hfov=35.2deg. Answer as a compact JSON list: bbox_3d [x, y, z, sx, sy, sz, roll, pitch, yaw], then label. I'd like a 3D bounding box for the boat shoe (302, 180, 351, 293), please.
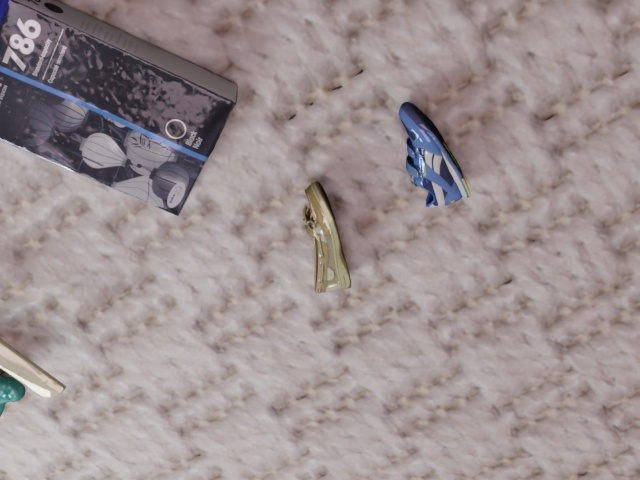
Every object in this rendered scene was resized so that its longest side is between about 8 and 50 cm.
[{"bbox_3d":[0.000,-0.001,1.232,0.048,0.056,0.153,-15,126,1],"label":"boat shoe"}]

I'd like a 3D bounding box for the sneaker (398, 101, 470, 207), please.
[{"bbox_3d":[0.123,-0.096,1.184,0.059,0.053,0.144,-27,115,14],"label":"sneaker"}]

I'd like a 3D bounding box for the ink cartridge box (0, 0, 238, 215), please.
[{"bbox_3d":[-0.275,-0.166,1.126,0.333,0.065,0.165,23,116,-13],"label":"ink cartridge box"}]

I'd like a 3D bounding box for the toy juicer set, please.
[{"bbox_3d":[-0.492,0.164,1.292,0.329,0.089,0.209,-29,103,22],"label":"toy juicer set"}]
